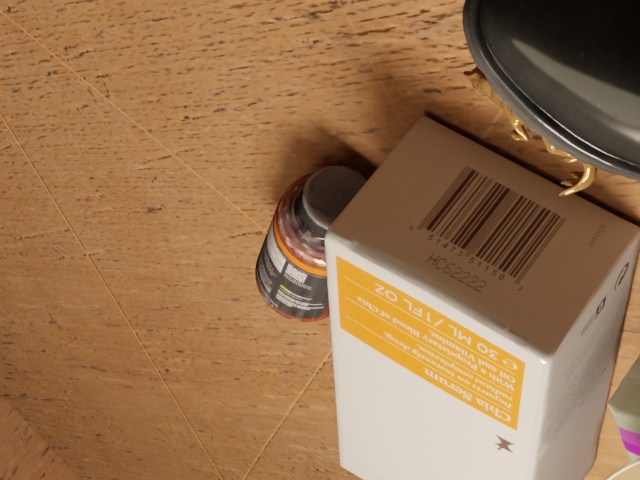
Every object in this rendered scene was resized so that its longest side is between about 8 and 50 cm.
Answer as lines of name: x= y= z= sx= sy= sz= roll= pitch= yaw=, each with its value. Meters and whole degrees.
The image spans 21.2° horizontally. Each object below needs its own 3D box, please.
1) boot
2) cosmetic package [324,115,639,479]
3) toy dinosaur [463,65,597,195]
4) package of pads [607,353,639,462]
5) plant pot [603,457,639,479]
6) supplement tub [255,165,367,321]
boot: x=0.303 y=-0.097 z=0.973 sx=0.367 sy=0.146 sz=0.445 roll=30 pitch=172 yaw=-9
cosmetic package: x=0.143 y=0.114 z=1.616 sx=0.230 sy=0.161 sz=0.453 roll=29 pitch=153 yaw=20
toy dinosaur: x=0.191 y=-0.096 z=1.327 sx=0.211 sy=0.064 sz=0.112 roll=9 pitch=140 yaw=46
package of pads: x=0.418 y=0.227 z=1.504 sx=0.296 sy=0.101 sz=0.229 roll=16 pitch=146 yaw=40
plant pot: x=0.343 y=0.326 z=1.394 sx=0.191 sy=0.284 sz=0.284 roll=15 pitch=170 yaw=-34
supplement tub: x=0.000 y=0.000 z=1.686 sx=0.106 sy=0.106 sz=0.198 roll=37 pitch=154 yaw=5
